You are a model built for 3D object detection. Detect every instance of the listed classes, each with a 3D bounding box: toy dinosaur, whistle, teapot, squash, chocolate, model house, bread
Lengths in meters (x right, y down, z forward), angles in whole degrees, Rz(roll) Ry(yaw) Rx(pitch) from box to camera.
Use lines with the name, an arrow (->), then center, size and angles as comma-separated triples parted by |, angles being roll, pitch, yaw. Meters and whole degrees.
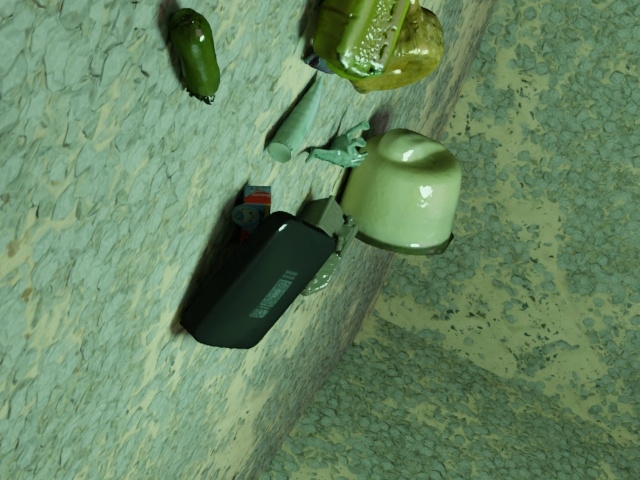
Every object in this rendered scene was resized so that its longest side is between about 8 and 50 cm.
toy dinosaur -> 0.054, -0.215, 2.093 | 0.129, 0.076, 0.383 | -42, 166, 12
whistle -> 0.003, -0.325, 1.728 | 0.033, 0.033, 0.176 | -66, 170, 10
teapot -> 0.127, -0.396, 1.856 | 0.311, 0.203, 0.167 | 140, -60, -63
squash -> -0.152, -0.226, 1.171 | 0.052, 0.052, 0.183 | -60, 168, -19
chocolate -> 0.227, -0.146, 2.484 | 0.326, 0.314, 0.297 | -37, 147, -65
model house -> -0.006, -0.001, 2.197 | 0.229, 0.122, 0.188 | -57, 165, -19
bread -> 0.091, -0.462, 1.605 | 0.166, 0.112, 0.383 | 6, 108, -48

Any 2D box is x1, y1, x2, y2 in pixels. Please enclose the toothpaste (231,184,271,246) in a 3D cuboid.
toothpaste -> -0.131, -0.027, 1.750 | 0.193, 0.070, 0.044 | 101, -11, -54

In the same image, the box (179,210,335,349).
box -> -0.109, 0.078, 1.770 | 0.289, 0.073, 0.290 | -51, 159, 7

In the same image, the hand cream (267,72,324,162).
hand cream -> -0.036, -0.222, 1.746 | 0.078, 0.050, 0.205 | 95, 18, -48
